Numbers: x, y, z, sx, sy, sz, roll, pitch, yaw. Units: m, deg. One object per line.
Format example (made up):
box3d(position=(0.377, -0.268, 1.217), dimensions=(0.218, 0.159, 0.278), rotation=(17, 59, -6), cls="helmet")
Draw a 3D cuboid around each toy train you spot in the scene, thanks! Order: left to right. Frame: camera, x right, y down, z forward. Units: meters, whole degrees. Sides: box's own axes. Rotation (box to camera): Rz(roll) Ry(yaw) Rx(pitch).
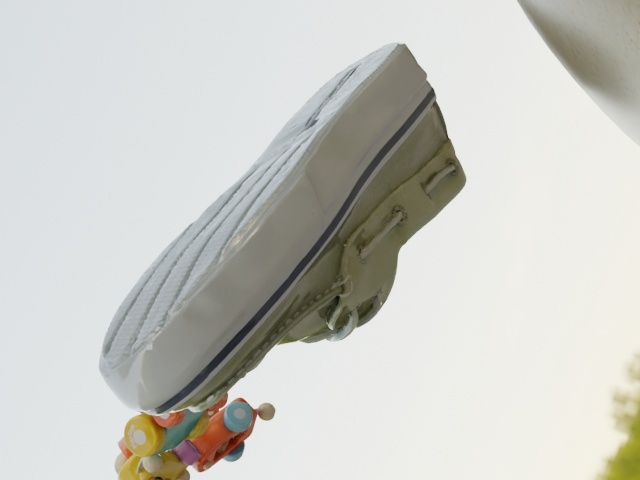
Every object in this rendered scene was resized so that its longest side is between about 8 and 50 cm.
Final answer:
box3d(position=(-0.082, 0.108, 1.094), dimensions=(0.125, 0.046, 0.166), rotation=(-38, -19, -24), cls="toy train")

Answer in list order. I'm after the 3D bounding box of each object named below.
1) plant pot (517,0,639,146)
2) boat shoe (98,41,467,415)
box3d(position=(0.172, -0.090, 0.374), dimensions=(0.191, 0.284, 0.284), rotation=(-90, 8, -57), cls="plant pot")
box3d(position=(0.000, 0.000, 0.872), dimensions=(0.109, 0.094, 0.302), rotation=(-29, 14, 41), cls="boat shoe")
